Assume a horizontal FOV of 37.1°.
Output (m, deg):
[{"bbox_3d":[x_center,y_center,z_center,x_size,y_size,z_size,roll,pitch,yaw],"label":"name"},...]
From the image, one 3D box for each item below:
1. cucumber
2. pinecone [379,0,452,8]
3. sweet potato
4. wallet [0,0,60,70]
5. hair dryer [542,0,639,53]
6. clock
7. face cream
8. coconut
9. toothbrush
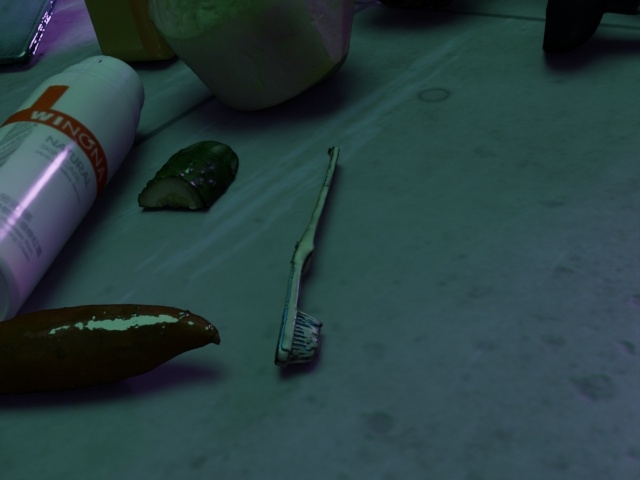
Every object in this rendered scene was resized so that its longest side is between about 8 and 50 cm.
[{"bbox_3d":[-0.111,-0.066,0.835,0.067,0.035,0.107,1,31,18],"label":"cucumber"},{"bbox_3d":[0.094,-0.391,1.145,0.246,0.246,0.292,-12,46,-5],"label":"pinecone"},{"bbox_3d":[-0.193,0.072,0.611,0.265,0.057,0.057,-6,31,7],"label":"sweet potato"},{"bbox_3d":[-0.486,-0.304,1.257,0.291,0.054,0.251,3,51,6],"label":"wallet"},{"bbox_3d":[0.379,-0.329,0.916,0.320,0.284,0.156,1,6,14],"label":"hair dryer"},{"bbox_3d":[-0.195,-0.310,1.152,0.096,0.143,0.202,3,34,23],"label":"clock"},{"bbox_3d":[-0.228,-0.062,0.796,0.102,0.102,0.345,-2,33,11],"label":"face cream"},{"bbox_3d":[-0.057,-0.239,0.950,0.204,0.236,0.236,-43,32,8],"label":"coconut"},{"bbox_3d":[-0.006,-0.001,0.710,0.028,0.026,0.294,11,32,-3],"label":"toothbrush"}]
